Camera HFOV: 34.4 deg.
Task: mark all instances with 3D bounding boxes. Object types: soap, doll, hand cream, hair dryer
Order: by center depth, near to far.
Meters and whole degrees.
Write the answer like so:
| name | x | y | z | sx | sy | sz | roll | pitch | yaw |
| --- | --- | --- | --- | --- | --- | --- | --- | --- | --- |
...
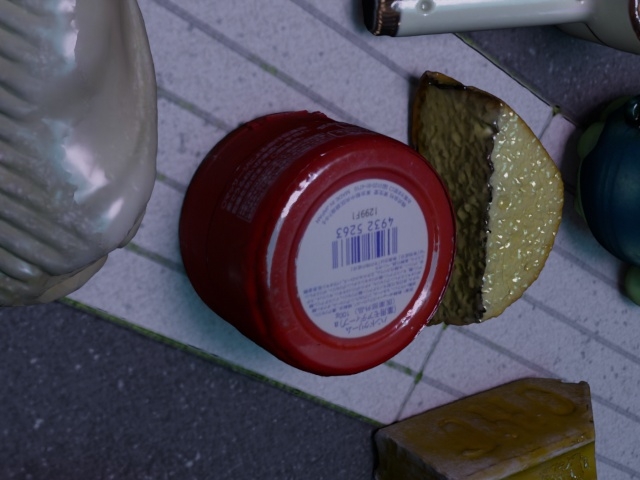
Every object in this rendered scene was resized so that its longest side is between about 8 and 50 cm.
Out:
| name | x | y | z | sx | sy | sz | roll | pitch | yaw |
| --- | --- | --- | --- | --- | --- | --- | --- | --- | --- |
| hand cream | 0.000 | 0.000 | 0.935 | 0.230 | 0.149 | 0.230 | -9 | 107 | -31 |
| hair dryer | 0.195 | -0.233 | 0.983 | 0.362 | 0.203 | 0.128 | -6 | 110 | -11 |
| soap | 0.205 | 0.225 | 1.125 | 0.258 | 0.160 | 0.080 | -14 | 110 | -29 |
| doll | 0.400 | -0.043 | 1.152 | 0.198 | 0.186 | 0.322 | -52 | 127 | -9 |

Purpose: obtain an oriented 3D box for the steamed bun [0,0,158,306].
| name | x | y | z | sx | sy | sz | roll | pitch | yaw |
| --- | --- | --- | --- | --- | --- | --- | --- | --- | --- |
| steamed bun | -0.258 | -0.114 | 0.687 | 0.310 | 0.219 | 0.324 | -5 | 107 | 9 |

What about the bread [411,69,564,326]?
| name | x | y | z | sx | sy | sz | roll | pitch | yaw |
| --- | --- | --- | --- | --- | --- | --- | --- | --- | --- |
| bread | 0.166 | -0.041 | 1.039 | 0.134 | 0.129 | 0.260 | -14 | 113 | -36 |
